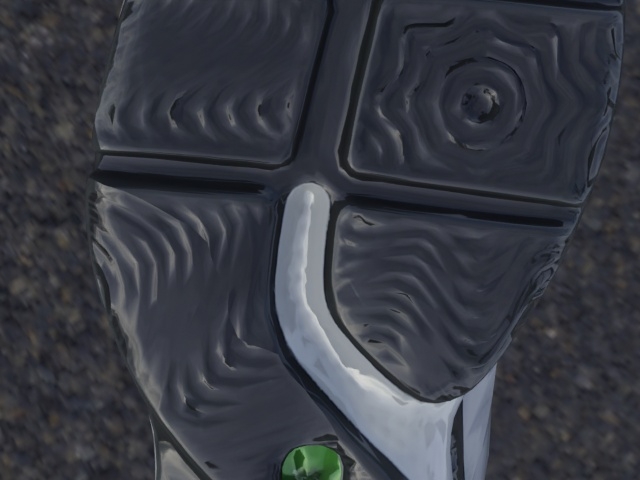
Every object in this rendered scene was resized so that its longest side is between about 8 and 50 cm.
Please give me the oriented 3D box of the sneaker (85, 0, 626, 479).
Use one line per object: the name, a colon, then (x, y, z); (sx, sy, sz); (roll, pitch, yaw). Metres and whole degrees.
sneaker: (-0.001, 0.000, 0.699); (0.169, 0.257, 0.448); (6, 107, -4)
